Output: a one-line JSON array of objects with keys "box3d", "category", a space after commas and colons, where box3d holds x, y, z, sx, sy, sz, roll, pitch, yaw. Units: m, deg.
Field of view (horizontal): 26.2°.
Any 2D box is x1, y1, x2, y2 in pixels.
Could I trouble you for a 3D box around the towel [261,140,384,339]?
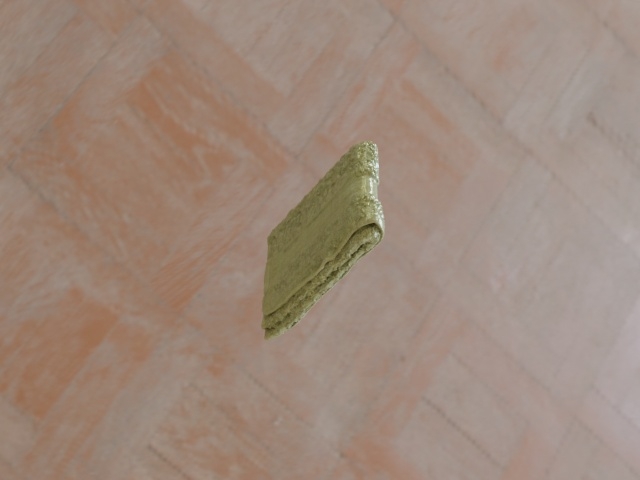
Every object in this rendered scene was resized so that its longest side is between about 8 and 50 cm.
[{"box3d": [0.000, 0.000, 1.050, 0.027, 0.148, 0.110, 26, 38, -23], "category": "towel"}]
